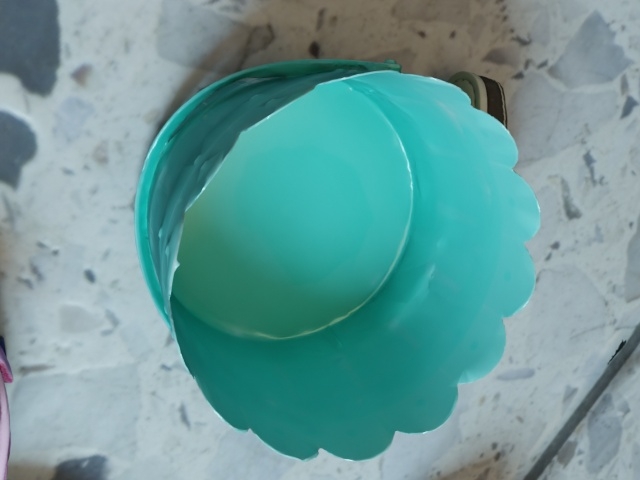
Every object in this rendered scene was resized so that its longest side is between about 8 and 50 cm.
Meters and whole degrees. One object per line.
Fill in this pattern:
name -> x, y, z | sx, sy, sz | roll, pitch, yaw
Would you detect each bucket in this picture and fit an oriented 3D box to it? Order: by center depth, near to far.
bucket -> 0.000, 0.000, 0.684 | 0.281, 0.183, 0.281 | -6, 108, -20

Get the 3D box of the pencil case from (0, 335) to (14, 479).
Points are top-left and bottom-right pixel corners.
pencil case -> -0.399, 0.119, 0.582 | 0.386, 0.160, 0.167 | 3, 66, -22

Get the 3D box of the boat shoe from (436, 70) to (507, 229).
boat shoe -> 0.130, -0.033, 0.784 | 0.068, 0.081, 0.228 | -6, 115, -22
